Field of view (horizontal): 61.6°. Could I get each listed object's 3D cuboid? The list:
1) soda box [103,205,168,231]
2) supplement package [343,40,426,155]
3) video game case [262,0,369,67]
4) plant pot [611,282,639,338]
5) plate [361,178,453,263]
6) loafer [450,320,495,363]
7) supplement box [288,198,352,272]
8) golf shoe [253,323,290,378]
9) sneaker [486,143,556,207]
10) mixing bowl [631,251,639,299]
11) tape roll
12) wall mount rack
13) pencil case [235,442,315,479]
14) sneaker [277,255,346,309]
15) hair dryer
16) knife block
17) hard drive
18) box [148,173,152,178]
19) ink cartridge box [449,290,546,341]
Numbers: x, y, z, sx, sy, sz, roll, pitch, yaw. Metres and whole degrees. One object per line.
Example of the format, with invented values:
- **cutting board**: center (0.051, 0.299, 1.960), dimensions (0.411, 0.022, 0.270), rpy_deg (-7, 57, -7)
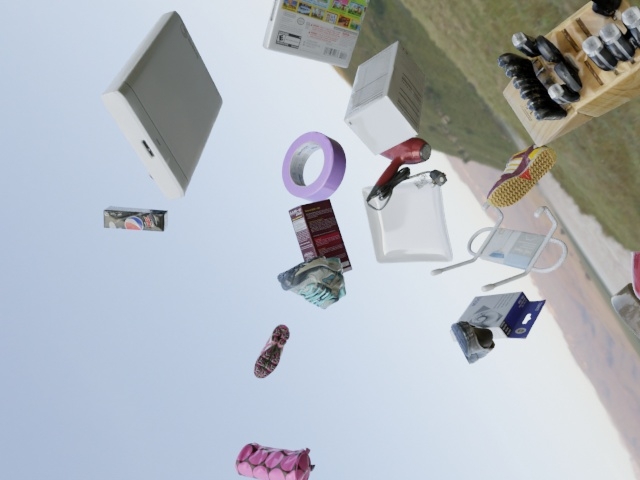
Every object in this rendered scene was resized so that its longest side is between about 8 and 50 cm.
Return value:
- **soda box**: center (-0.525, -0.062, 1.530), dimensions (0.060, 0.169, 0.053), rpy_deg (-99, 13, -74)
- **supplement package**: center (0.168, -0.360, 1.363), dimensions (0.134, 0.139, 0.244), rpy_deg (42, -135, -30)
- **video game case**: center (0.002, -0.476, 1.102), dimensions (0.227, 0.206, 0.026), rpy_deg (-3, -148, -41)
- **plant pot**: center (0.988, 0.166, 1.386), dimensions (0.323, 0.280, 0.323), rpy_deg (28, -154, -15)
- **plate**: center (0.289, -0.060, 1.770), dimensions (0.045, 0.277, 0.278), rpy_deg (-34, -65, -52)
- **loafer**: center (0.271, 0.170, 0.943), dimensions (0.062, 0.061, 0.170), rpy_deg (66, -172, 26)
- **supplement box**: center (0.000, 0.000, 1.676), dimensions (0.130, 0.073, 0.239), rpy_deg (-16, -92, -41)
- **golf shoe**: center (-0.153, 0.356, 1.722), dimensions (0.067, 0.186, 0.086), rpy_deg (30, 170, -2)
- **sneaker**: center (0.458, -0.151, 1.257), dimensions (0.069, 0.185, 0.084), rpy_deg (47, -172, -24)
- **mixing bowl**: center (0.736, 0.098, 1.126), dimensions (0.181, 0.098, 0.181), rpy_deg (18, -178, -1)
- **tape roll**: center (-0.029, -0.298, 2.182), dimensions (0.090, 0.275, 0.275), rpy_deg (15, -135, -50)
- **wall mount rack**: center (0.498, 0.030, 1.532), dimensions (0.130, 0.304, 0.350), rpy_deg (42, 168, -27)
- **pencil case**: center (-0.125, 0.595, 1.438), dimensions (0.095, 0.209, 0.098), rpy_deg (45, -132, -51)
- **sneaker**: center (-0.002, 0.109, 1.337), dimensions (0.283, 0.110, 0.122), rpy_deg (-2, -112, -64)
- **hair dryer**: center (0.208, -0.216, 1.511), dimensions (0.293, 0.223, 0.080), rpy_deg (-105, -6, -53)
- **knife block**: center (0.313, -0.208, 0.570), dimensions (0.088, 0.275, 0.242), rpy_deg (62, 169, 10)
- **hard drive**: center (-0.298, -0.282, 1.084), dimensions (0.353, 0.047, 0.233), rpy_deg (-84, -23, -46)
- **box**: center (-0.508, -0.270, 1.780), dimensions (0.027, 0.137, 0.094), rpy_deg (40, -150, 10)
- **ink cartridge box**: center (0.529, 0.223, 1.602), dimensions (0.223, 0.224, 0.045), rpy_deg (-36, -73, -47)
